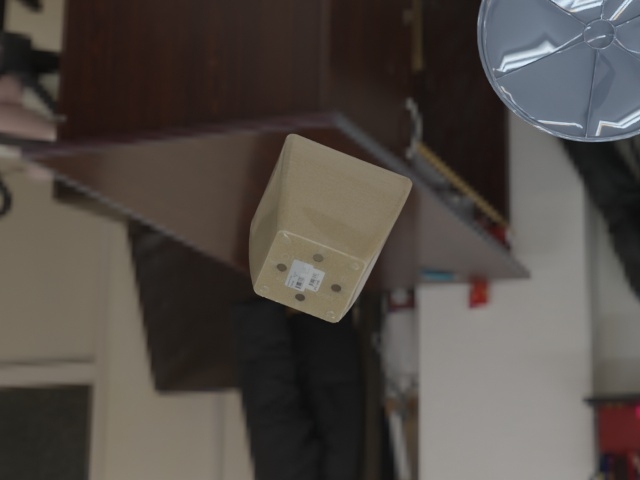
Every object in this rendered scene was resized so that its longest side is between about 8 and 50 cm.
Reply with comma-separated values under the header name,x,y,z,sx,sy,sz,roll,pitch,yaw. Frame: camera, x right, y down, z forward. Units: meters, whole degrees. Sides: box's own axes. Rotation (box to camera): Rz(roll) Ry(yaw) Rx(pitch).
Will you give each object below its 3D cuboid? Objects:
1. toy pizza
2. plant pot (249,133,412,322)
name,x,y,z,sx,sy,sz,roll,pitch,yaw
toy pizza,0.231,-0.177,1.319,0.201,0.201,0.032,0,-152,5
plant pot,0.000,0.000,1.264,0.109,0.096,0.109,21,131,-5
